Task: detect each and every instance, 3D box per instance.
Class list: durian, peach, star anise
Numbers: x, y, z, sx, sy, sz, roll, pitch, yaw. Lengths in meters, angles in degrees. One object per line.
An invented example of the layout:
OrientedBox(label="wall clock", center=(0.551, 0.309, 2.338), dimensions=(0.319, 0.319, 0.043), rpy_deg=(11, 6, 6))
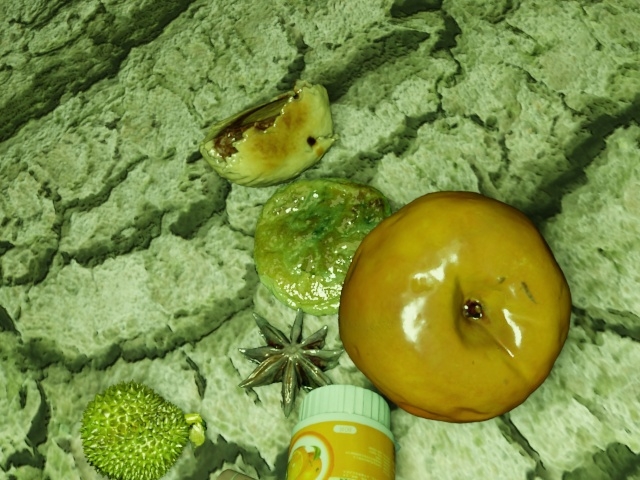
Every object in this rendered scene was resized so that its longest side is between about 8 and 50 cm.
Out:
OrientedBox(label="durian", center=(-0.299, 0.313, 1.214), dimensions=(0.198, 0.146, 0.159), rpy_deg=(19, 69, 27))
OrientedBox(label="peach", center=(0.193, 0.094, 1.128), dimensions=(0.342, 0.301, 0.343), rpy_deg=(0, 87, -5))
OrientedBox(label="star anise", center=(-0.053, 0.206, 1.261), dimensions=(0.204, 0.061, 0.181), rpy_deg=(22, 56, 19))

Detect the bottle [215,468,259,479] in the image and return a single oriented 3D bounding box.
OrientedBox(label="bottle", center=(-0.096, 0.400, 1.166), dimensions=(0.140, 0.053, 0.053), rpy_deg=(15, 65, 22))

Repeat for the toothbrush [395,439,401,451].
OrientedBox(label="toothbrush", center=(0.048, 0.376, 1.166), dimensions=(0.193, 0.013, 0.019), rpy_deg=(-38, 62, -10))

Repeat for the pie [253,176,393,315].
OrientedBox(label="pie", center=(0.000, 0.000, 1.361), dimensions=(0.277, 0.078, 0.277), rpy_deg=(-8, 58, 12))

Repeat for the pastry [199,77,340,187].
OrientedBox(label="pastry", center=(-0.093, -0.186, 1.445), dimensions=(0.256, 0.170, 0.237), rpy_deg=(-35, 17, -12))

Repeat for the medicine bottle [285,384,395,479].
OrientedBox(label="medicine bottle", center=(0.026, 0.368, 1.050), dimensions=(0.158, 0.158, 0.318), rpy_deg=(-6, 44, 11))
